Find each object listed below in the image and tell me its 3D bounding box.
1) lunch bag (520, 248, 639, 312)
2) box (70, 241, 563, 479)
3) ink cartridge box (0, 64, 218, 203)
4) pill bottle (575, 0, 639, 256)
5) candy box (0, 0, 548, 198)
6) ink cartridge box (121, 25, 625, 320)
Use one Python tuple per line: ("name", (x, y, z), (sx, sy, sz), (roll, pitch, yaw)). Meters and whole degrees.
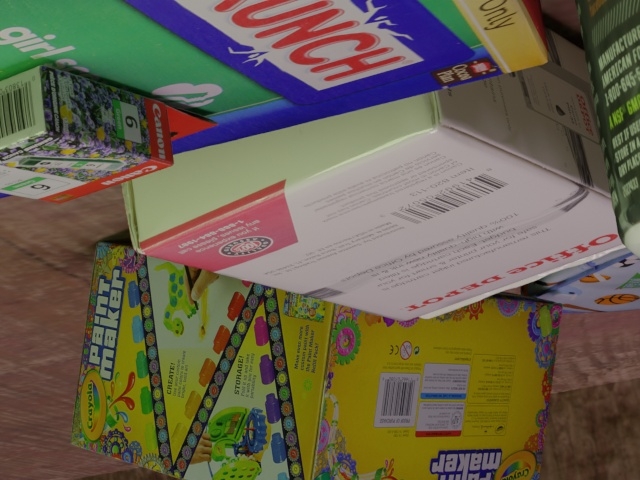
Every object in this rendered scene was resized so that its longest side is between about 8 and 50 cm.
("lunch bag", (0.299, -0.018, 1.257), (0.243, 0.115, 0.303), (-1, 165, -19))
("box", (-0.002, 0.110, 1.271), (0.279, 0.177, 0.290), (9, -179, 43))
("ink cartridge box", (-0.095, -0.037, 0.606), (0.062, 0.029, 0.115), (-16, 165, 29))
("pill bottle", (0.134, -0.123, 0.458), (0.130, 0.246, 0.130), (-7, 167, -2))
("candy box", (-0.090, -0.120, 0.592), (0.317, 0.122, 0.268), (-14, 165, 15))
("ink cartridge box", (0.048, -0.049, 0.914), (0.207, 0.117, 0.283), (-22, 158, 30))
